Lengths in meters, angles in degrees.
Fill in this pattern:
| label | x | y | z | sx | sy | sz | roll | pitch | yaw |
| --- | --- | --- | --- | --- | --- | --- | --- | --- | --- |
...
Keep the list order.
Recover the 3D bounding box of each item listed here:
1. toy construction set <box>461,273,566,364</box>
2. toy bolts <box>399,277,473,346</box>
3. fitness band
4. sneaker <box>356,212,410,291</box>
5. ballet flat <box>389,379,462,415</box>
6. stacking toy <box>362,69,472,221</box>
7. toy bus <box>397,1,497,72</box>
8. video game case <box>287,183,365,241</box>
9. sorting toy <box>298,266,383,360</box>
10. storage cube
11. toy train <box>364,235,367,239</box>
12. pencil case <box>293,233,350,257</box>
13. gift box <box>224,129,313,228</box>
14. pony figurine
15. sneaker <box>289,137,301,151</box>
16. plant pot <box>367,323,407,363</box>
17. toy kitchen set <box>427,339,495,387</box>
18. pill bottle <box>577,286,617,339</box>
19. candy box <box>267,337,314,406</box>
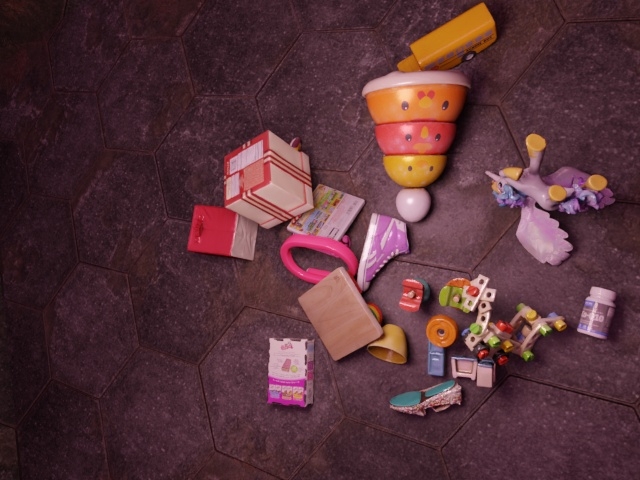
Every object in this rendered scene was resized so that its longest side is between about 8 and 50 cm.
| label | x | y | z | sx | sy | sz | roll | pitch | yaw |
| --- | --- | --- | --- | --- | --- | --- | --- | --- | --- |
| toy construction set | 0.526 | 0.241 | 1.333 | 0.215 | 0.327 | 0.151 | -53 | 22 | 19 |
| toy bolts | 0.370 | 0.206 | 1.496 | 0.228 | 0.158 | 0.218 | 18 | 102 | 23 |
| fitness band | -0.006 | 0.069 | 1.658 | 0.290 | 0.209 | 0.054 | 7 | 44 | 27 |
| sneaker | 0.220 | 0.059 | 1.610 | 0.161 | 0.102 | 0.282 | 15 | 103 | 3 |
| ballet flat | 0.341 | 0.519 | 1.493 | 0.241 | 0.091 | 0.077 | -24 | 97 | 23 |
| stacking toy | 0.322 | -0.300 | 1.554 | 0.350 | 0.350 | 0.480 | 1 | 100 | 24 |
| toy bus | 0.428 | -0.662 | 1.613 | 0.332 | 0.130 | 0.108 | -25 | 72 | 19 |
| video game case | 0.021 | -0.092 | 1.709 | 0.206 | 0.026 | 0.227 | 23 | 67 | 28 |
| sorting toy | 0.081 | 0.244 | 1.599 | 0.257 | 0.089 | 0.255 | -41 | 76 | 43 |
| storage cube | -0.376 | -0.026 | 1.832 | 0.193 | 0.215 | 0.184 | 6 | 84 | 19 |
| toy train | 0.196 | -0.011 | 1.672 | 0.083 | 0.023 | 0.017 | -2 | 81 | 24 |
| pencil case | 0.000 | 0.000 | 1.721 | 0.209 | 0.095 | 0.098 | 16 | 47 | 28 |
| gift box | -0.190 | -0.206 | 1.675 | 0.276 | 0.258 | 0.255 | -18 | 61 | 34 |
| pony figurine | 0.656 | -0.132 | 1.345 | 0.351 | 0.363 | 0.303 | 36 | 90 | 9 |
| sneaker | -0.092 | -0.308 | 1.832 | 0.084 | 0.069 | 0.185 | 18 | 95 | 17 |
| plant pot | 0.233 | 0.337 | 1.554 | 0.134 | 0.134 | 0.095 | 8 | 58 | 25 |
| toy kitchen set | 0.424 | 0.366 | 1.429 | 0.207 | 0.166 | 0.122 | 0 | 82 | 24 |
| pill bottle | 0.795 | 0.207 | 1.337 | 0.078 | 0.078 | 0.137 | 15 | 88 | 26 |
| candy box | -0.107 | 0.475 | 1.704 | 0.159 | 0.071 | 0.233 | -2 | 81 | 24 |
